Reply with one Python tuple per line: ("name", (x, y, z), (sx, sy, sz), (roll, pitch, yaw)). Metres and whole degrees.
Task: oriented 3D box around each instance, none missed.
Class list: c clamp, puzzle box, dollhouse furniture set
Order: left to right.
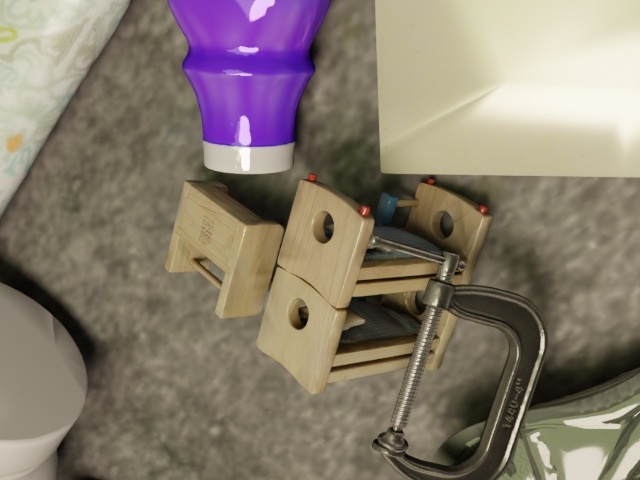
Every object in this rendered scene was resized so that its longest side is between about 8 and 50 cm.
("dollhouse furniture set", (0.000, 0.000, 0.657), (0.183, 0.129, 0.129), (34, 116, 41))
("c clamp", (0.077, 0.084, 0.575), (0.137, 0.022, 0.161), (10, 96, -18))
("puzzle box", (0.167, -0.241, 0.548), (0.272, 0.052, 0.409), (3, 105, 19))

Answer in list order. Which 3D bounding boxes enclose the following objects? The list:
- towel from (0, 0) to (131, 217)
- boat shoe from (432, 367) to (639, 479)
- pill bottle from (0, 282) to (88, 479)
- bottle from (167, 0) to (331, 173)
("towel", (-0.369, -0.190, 0.737), (0.374, 0.090, 0.320), (41, 115, 5))
("boat shoe", (0.235, 0.136, 0.612), (0.320, 0.103, 0.118), (-20, 80, 18))
("pill bottle", (-0.376, 0.226, 0.778), (0.229, 0.229, 0.408), (43, 114, 5))
("bottle", (-0.048, -0.189, 0.618), (0.118, 0.092, 0.283), (6, 107, 19))
